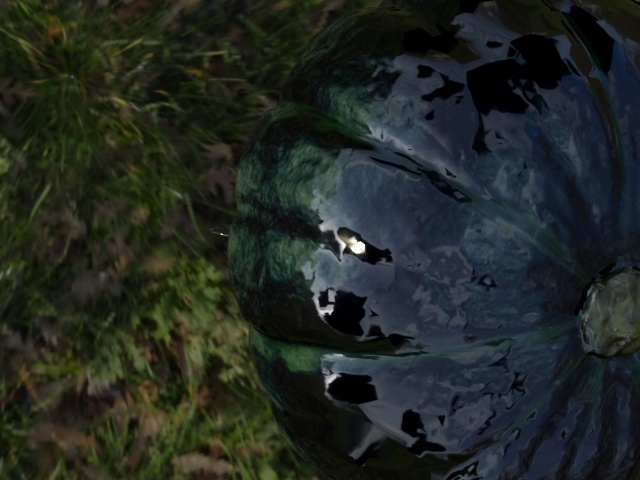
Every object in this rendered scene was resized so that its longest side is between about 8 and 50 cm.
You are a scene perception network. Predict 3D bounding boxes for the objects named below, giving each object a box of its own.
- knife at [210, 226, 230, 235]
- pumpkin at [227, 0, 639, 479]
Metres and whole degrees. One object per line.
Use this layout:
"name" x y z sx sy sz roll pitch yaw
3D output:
"knife" 0.000 0.000 0.991 0.170 0.023 0.010 5 112 8
"pumpkin" 0.063 0.004 0.441 0.194 0.150 0.194 -10 128 -13
